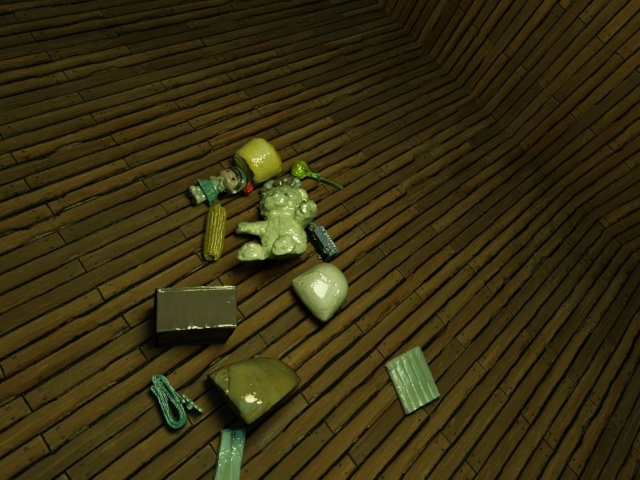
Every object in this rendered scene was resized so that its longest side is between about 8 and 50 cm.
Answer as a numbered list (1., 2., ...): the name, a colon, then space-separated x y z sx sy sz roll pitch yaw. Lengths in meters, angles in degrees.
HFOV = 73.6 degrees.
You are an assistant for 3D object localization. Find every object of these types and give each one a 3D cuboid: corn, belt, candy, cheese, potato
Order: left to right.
1. belt: -0.451 0.483 1.317 0.100 0.065 0.179 -33 77 -22
2. corn: -0.399 -0.031 1.621 0.080 0.080 0.238 10 61 -15
3. potato: -0.195 0.433 1.363 0.264 0.189 0.211 -28 74 -31
4. candy: -0.013 -0.283 1.925 0.262 0.077 0.073 21 41 -18
5. cheese: 0.012 0.183 1.605 0.189 0.154 0.198 -38 82 -13

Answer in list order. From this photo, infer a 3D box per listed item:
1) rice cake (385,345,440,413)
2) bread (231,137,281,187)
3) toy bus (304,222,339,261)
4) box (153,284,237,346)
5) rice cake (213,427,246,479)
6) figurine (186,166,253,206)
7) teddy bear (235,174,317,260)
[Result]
1. rice cake: 0.346 0.522 1.609 0.189 0.037 0.198 -17 68 -28
2. bread: -0.257 -0.329 1.788 0.170 0.197 0.197 -38 79 -20
3. toy bus: 0.000 0.000 1.757 0.076 0.073 0.167 -24 76 -33
4. box: -0.409 0.248 1.393 0.252 0.188 0.153 3 61 -22
5. rice cake: -0.275 0.680 1.282 0.085 0.040 0.226 11 59 -14
6. figurine: -0.401 -0.208 1.708 0.245 0.110 0.138 -27 83 -28
7. teddy bear: -0.173 -0.107 1.619 0.327 0.375 0.362 -11 84 17
